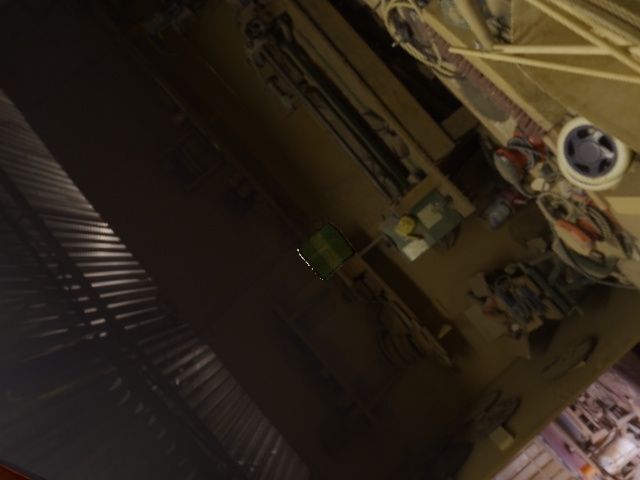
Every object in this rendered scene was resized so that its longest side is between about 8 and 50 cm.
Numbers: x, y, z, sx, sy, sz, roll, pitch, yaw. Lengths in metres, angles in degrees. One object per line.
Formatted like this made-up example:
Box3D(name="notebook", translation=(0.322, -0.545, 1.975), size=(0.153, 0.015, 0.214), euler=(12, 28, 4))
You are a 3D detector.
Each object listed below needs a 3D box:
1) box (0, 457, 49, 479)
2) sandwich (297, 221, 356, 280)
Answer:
Box3D(name="box", translation=(-0.579, 0.512, 0.786), size=(0.256, 0.319, 0.349), euler=(25, 148, 3))
Box3D(name="sandwich", translation=(0.000, 0.000, 0.827), size=(0.074, 0.074, 0.116), euler=(49, -177, -22))
